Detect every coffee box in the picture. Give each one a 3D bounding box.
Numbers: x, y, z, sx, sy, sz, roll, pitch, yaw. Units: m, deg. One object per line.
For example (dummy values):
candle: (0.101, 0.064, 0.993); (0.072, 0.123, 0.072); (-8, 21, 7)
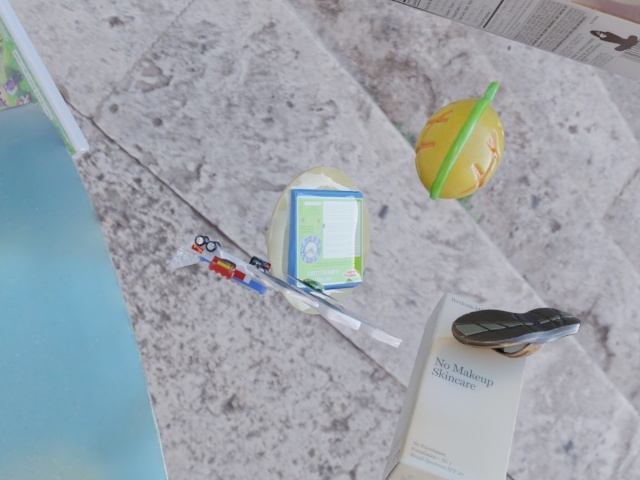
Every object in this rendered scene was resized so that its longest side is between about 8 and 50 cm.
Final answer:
coffee box: (0.185, -0.244, 0.678); (0.246, 0.098, 0.141); (18, 82, -2)

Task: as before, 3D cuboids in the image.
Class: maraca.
maraca: (0.172, -0.119, 0.992); (0.186, 0.099, 0.127); (-54, 172, -47)

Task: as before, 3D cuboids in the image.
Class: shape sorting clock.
shape sorting clock: (0.000, 0.000, 1.152); (0.206, 0.040, 0.206); (-1, 92, -48)

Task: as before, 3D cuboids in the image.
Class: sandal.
sandal: (0.302, 0.145, 1.268); (0.219, 0.090, 0.060); (-4, 115, -28)

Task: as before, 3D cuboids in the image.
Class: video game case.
video game case: (-0.381, -0.147, 0.954); (0.212, 0.193, 0.023); (60, 28, 2)

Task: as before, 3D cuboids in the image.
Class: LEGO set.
LEGO set: (-0.050, 0.059, 0.929); (0.182, 0.244, 0.060); (27, 91, -40)

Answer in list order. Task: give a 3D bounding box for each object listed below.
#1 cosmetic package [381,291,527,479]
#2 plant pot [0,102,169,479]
cosmetic package: (0.216, 0.251, 1.281); (0.160, 0.309, 0.113); (20, 143, 1)
plant pot: (-0.232, 0.096, 0.411); (0.235, 0.293, 0.293); (-15, 117, -25)
